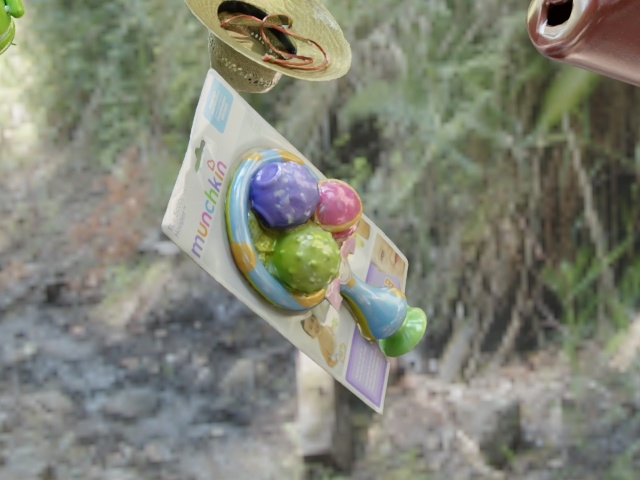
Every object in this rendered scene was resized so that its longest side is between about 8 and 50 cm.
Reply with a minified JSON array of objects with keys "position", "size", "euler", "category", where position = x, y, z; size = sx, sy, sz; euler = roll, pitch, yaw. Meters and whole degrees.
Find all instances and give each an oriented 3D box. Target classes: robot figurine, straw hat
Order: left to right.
[{"position":[-0.358,-0.233,1.713],"size":[0.101,0.115,0.067],"euler":[-21,45,5],"category":"robot figurine"},{"position":[-0.052,-0.141,1.208],"size":[0.144,0.061,0.144],"euler":[21,36,-16],"category":"straw hat"}]

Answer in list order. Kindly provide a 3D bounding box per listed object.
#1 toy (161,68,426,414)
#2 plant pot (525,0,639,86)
[{"position":[0.000,0.000,1.125],"size":[0.056,0.237,0.137],"euler":[-14,47,33],"category":"toy"},{"position":[0.248,-0.157,0.769],"size":[0.265,0.272,0.272],"euler":[11,9,-9],"category":"plant pot"}]
